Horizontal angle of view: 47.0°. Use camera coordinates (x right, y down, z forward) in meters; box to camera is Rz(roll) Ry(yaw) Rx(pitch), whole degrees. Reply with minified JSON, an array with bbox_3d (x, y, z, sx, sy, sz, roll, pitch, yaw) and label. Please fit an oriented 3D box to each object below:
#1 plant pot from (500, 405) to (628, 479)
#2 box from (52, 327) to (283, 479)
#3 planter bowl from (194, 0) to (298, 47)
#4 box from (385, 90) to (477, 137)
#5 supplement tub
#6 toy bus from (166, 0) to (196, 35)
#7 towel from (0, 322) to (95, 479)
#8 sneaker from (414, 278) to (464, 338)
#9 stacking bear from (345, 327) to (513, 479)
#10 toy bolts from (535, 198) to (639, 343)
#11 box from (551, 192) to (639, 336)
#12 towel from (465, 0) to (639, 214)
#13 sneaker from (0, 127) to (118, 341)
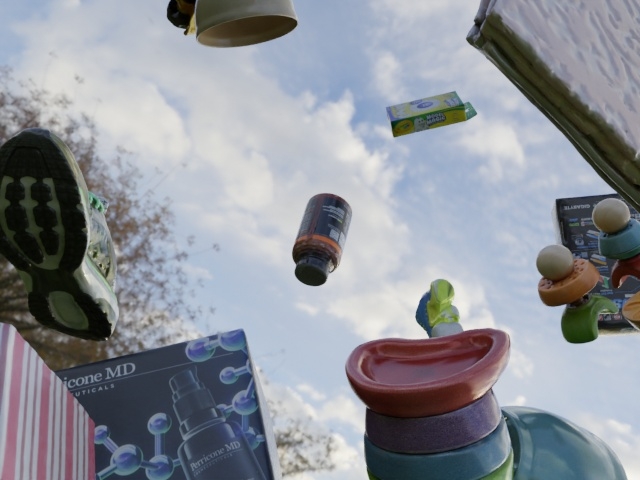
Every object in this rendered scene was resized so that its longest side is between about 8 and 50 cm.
[{"bbox_3d":[0.282,0.369,1.111,0.196,0.293,0.293,40,-27,-27],"label":"plant pot"},{"bbox_3d":[-0.185,0.346,0.879,0.211,0.294,0.395,83,-8,-49],"label":"box"},{"bbox_3d":[-0.122,-0.376,1.145,0.162,0.162,0.109,-8,-88,53],"label":"planter bowl"},{"bbox_3d":[0.232,-0.269,1.551,0.179,0.105,0.043,-11,-63,4],"label":"box"},{"bbox_3d":[0.000,0.000,1.544,0.106,0.197,0.106,9,-41,8],"label":"supplement tub"},{"bbox_3d":[-0.216,-0.537,1.489,0.149,0.212,0.220,-45,-117,52],"label":"toy bus"},{"bbox_3d":[-0.240,0.181,0.630,0.197,0.029,0.144,77,-3,-49],"label":"towel"},{"bbox_3d":[0.312,0.228,1.956,0.091,0.240,0.126,14,-31,-19],"label":"sneaker"},{"bbox_3d":[0.131,0.260,0.779,0.176,0.164,0.288,-8,-80,17],"label":"stacking bear"},{"bbox_3d":[0.480,0.033,1.189,0.218,0.228,0.158,-15,-69,54],"label":"toy bolts"},{"bbox_3d":[0.638,0.043,1.483,0.296,0.293,0.073,-5,-25,8],"label":"box"},{"bbox_3d":[0.295,-0.183,0.743,0.332,0.316,0.053,40,-42,-16],"label":"towel"},{"bbox_3d":[-0.389,-0.026,1.122,0.158,0.182,0.410,6,-43,0],"label":"sneaker"}]
